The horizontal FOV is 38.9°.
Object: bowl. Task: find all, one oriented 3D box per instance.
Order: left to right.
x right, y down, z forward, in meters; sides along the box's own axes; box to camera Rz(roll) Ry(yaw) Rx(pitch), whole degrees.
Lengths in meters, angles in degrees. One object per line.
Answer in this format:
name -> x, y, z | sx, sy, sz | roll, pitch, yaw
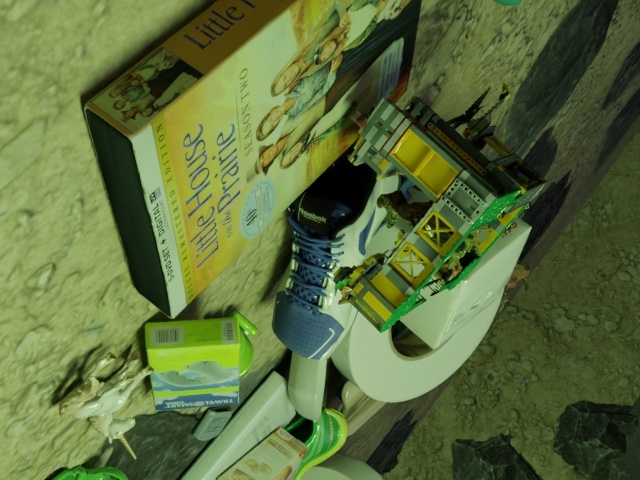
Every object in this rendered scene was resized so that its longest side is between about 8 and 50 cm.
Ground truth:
bowl -> -0.022, 0.226, 1.544 | 0.142, 0.053, 0.142 | 85, 12, -62

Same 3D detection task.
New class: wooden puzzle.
wooden puzzle -> 0.144, 0.252, 1.895 | 0.322, 0.080, 0.348 | -40, 162, -16

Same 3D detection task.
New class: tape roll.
tape roll -> 0.031, 0.637, 2.071 | 0.100, 0.286, 0.286 | -17, 139, -62
tape roll -> 0.180, 0.112, 1.642 | 0.392, 0.072, 0.392 | -21, 127, -30

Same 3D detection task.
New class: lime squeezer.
lime squeezer -> -0.282, 0.319, 1.074 | 0.310, 0.110, 0.059 | 14, 131, -38

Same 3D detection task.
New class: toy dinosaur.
toy dinosaur -> 0.337, 0.146, 2.108 | 0.296, 0.200, 0.127 | -60, 161, 15

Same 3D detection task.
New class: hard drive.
hard drive -> -0.159, 0.379, 1.552 | 0.307, 0.040, 0.203 | -48, 160, -19

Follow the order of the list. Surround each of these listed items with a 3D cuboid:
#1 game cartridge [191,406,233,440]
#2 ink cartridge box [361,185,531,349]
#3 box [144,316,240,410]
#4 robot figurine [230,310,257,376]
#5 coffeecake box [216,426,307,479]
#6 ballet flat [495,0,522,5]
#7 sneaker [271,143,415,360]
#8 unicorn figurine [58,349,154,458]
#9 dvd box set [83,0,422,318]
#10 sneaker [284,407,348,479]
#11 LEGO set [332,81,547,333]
game cartridge -> -0.169, 0.285, 1.408 | 0.056, 0.017, 0.083 | -59, 161, 2
ink cartridge box -> 0.160, 0.004, 1.364 | 0.171, 0.232, 0.168 | -34, 153, -33
box -> -0.152, 0.156, 1.097 | 0.109, 0.042, 0.178 | -3, 145, -8
robot figurine -> -0.125, 0.145, 1.192 | 0.101, 0.067, 0.115 | -50, 161, -13
coffeecake box -> -0.117, 0.431, 1.573 | 0.185, 0.068, 0.142 | -30, 148, -53
ballet flat -> 0.250, -0.392, 1.207 | 0.231, 0.077, 0.077 | 33, 71, -74
sneaker -> 0.001, -0.001, 1.194 | 0.182, 0.127, 0.315 | 6, 111, -65
unicorn figurine -> -0.236, 0.177, 1.010 | 0.111, 0.060, 0.162 | -48, 148, 7
dvd box set -> -0.040, -0.145, 0.915 | 0.420, 0.062, 0.308 | -45, 159, -27
sneaker -> -0.080, 0.425, 1.764 | 0.295, 0.109, 0.123 | -48, 126, 7
LEGO set -> 0.112, -0.055, 1.076 | 0.331, 0.192, 0.255 | -26, 156, -53
